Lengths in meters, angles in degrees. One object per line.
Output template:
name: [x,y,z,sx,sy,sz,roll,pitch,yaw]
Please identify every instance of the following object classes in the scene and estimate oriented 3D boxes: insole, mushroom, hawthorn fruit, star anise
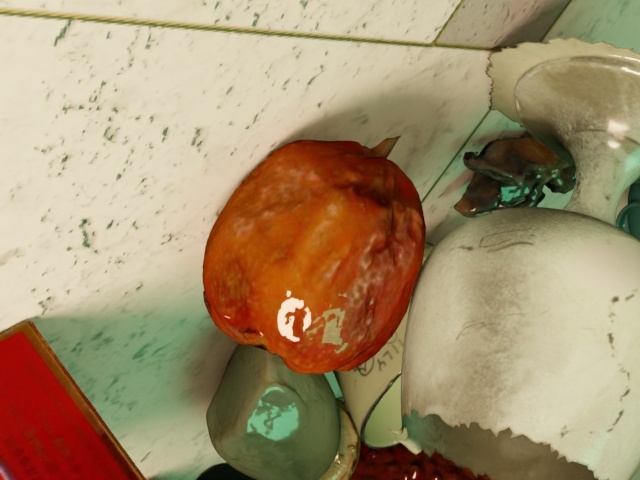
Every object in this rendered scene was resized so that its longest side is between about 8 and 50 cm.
insole: [-0.093,0.265,1.391,0.053,0.002,0.152,-49,153,20]
mushroom: [-0.033,0.180,1.200,0.128,0.128,0.350,-39,158,-1]
hawthorn fruit: [-0.008,0.012,0.934,0.173,0.173,0.179,-16,117,-40]
star anise: [0.220,-0.075,1.186,0.208,0.063,0.172,-32,155,-15]

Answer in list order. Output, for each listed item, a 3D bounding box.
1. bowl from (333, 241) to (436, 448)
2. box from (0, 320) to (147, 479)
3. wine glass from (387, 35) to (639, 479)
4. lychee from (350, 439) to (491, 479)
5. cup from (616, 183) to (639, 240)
bowl: [0.102,0.089,1.221,0.238,0.126,0.238,-31,153,-18]
box: [-0.160,0.236,0.890,0.089,0.313,0.197,-30,153,-27]
wine glass: [0.190,0.032,0.969,0.238,0.238,0.323,75,35,-63]
lychee: [0.095,0.322,1.474,0.264,0.300,0.264,-8,101,-47]
cup: [0.487,-0.045,1.452,0.257,0.219,0.289,-25,-177,-27]
